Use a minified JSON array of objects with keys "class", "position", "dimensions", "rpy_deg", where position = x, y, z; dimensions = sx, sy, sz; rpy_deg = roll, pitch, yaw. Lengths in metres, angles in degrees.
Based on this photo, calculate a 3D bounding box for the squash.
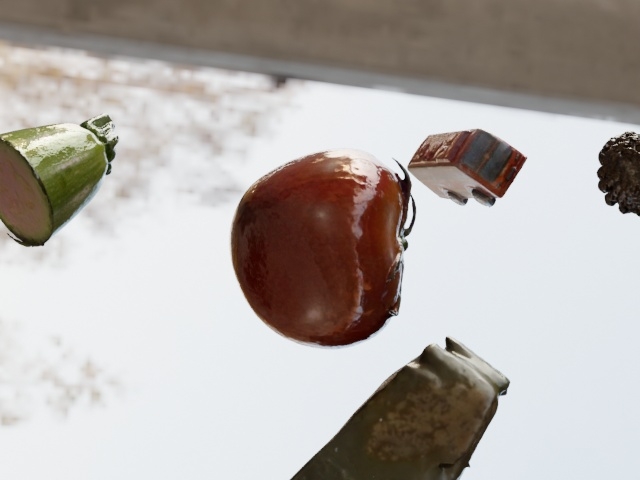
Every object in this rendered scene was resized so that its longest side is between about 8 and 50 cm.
[{"class":"squash","position":[-0.212,-0.066,1.705],"dimensions":[0.105,0.132,0.105],"rpy_deg":[30,-45,35]}]

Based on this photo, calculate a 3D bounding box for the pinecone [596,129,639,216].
[{"class":"pinecone","position":[0.295,-0.065,1.861],"dimensions":[0.083,0.077,0.077],"rpy_deg":[-80,-173,-65]}]

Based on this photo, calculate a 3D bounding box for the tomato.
[{"class":"tomato","position":[0.000,0.000,1.626],"dimensions":[0.167,0.167,0.167],"rpy_deg":[-174,-90,-66]}]

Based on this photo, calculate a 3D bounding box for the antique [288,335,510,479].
[{"class":"antique","position":[0.050,0.211,1.698],"dimensions":[0.284,0.150,0.125],"rpy_deg":[-52,172,-13]}]

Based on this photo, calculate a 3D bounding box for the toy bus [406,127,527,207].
[{"class":"toy bus","position":[0.156,-0.081,2.162],"dimensions":[0.065,0.077,0.192],"rpy_deg":[-58,-167,-8]}]
